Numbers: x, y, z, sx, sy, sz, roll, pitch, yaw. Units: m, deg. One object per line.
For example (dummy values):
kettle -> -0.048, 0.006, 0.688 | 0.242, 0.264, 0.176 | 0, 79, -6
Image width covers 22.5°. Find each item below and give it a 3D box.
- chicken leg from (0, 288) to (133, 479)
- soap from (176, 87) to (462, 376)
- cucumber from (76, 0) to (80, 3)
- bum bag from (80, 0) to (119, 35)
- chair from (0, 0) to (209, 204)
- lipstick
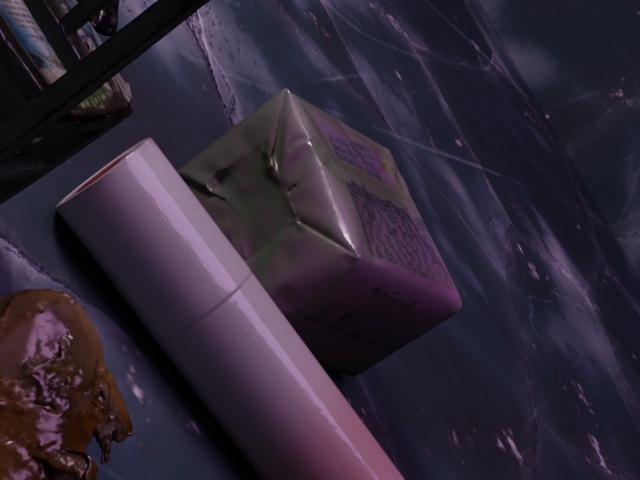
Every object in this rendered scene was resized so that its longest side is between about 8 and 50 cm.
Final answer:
chicken leg -> -0.160, 0.122, 0.884 | 0.101, 0.085, 0.207 | 54, 23, -46
soap -> 0.000, 0.000, 1.381 | 0.199, 0.138, 0.182 | 25, 35, -57
cucumber -> -0.265, -0.278, 1.292 | 0.067, 0.067, 0.293 | 25, 34, -58
bum bag -> -0.233, -0.280, 1.363 | 0.248, 0.069, 0.102 | 60, 5, 23
chair -> -0.169, -0.131, 0.964 | 0.136, 0.270, 0.147 | 57, 19, 3
lipstick -> -0.061, 0.080, 1.175 | 0.327, 0.087, 0.087 | 54, 18, -9
